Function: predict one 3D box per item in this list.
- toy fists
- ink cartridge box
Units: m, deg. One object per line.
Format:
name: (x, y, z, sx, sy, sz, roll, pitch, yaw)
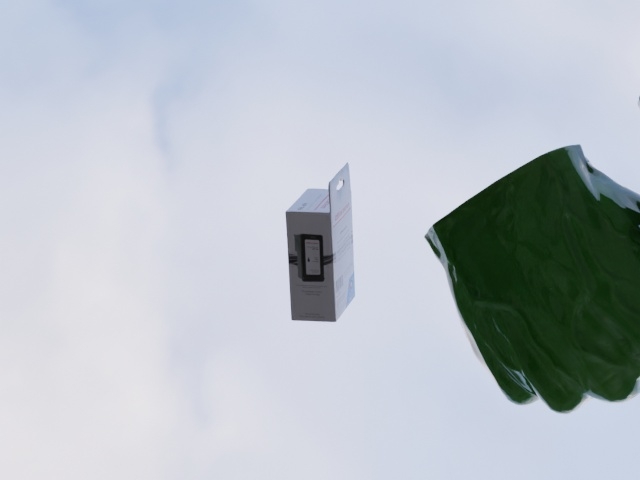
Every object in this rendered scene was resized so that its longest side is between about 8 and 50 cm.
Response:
toy fists: (0.198, -0.004, 1.110, 0.279, 0.096, 0.142, -32, -103, 23)
ink cartridge box: (0.000, 0.000, 1.142, 0.028, 0.048, 0.083, 2, -72, 15)
